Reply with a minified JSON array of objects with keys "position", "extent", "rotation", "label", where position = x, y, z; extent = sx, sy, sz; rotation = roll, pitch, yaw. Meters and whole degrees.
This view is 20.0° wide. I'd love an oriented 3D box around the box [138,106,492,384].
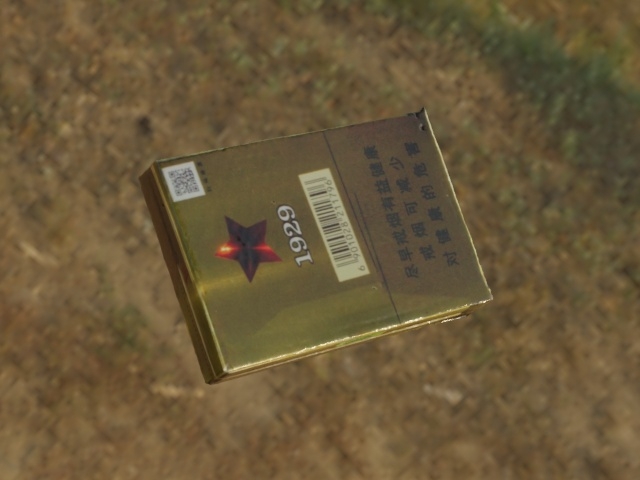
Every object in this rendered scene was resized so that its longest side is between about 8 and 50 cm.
[{"position":[0.000,0.000,0.740],"extent":[0.133,0.023,0.090],"rotation":[-14,76,-31],"label":"box"}]
